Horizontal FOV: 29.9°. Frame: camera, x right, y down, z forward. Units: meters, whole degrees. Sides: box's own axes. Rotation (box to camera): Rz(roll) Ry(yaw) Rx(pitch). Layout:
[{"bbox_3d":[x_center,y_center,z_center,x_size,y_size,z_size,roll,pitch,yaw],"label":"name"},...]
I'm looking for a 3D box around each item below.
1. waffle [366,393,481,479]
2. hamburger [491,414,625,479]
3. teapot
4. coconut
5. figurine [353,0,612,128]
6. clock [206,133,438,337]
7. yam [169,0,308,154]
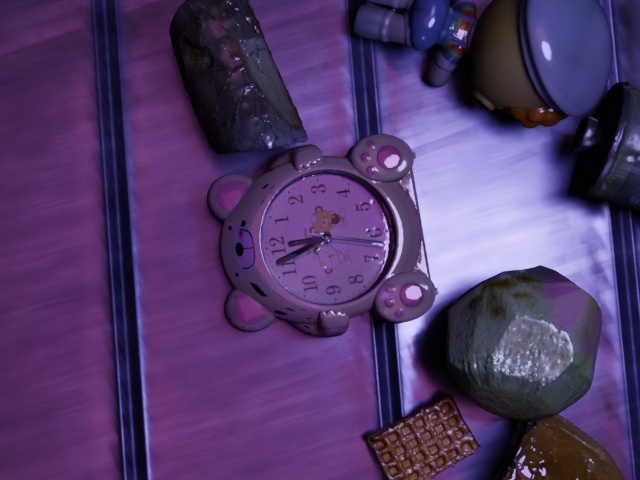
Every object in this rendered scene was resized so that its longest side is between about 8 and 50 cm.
[{"bbox_3d":[0.152,0.302,1.775,0.148,0.042,0.102,-28,91,-7],"label":"waffle"},{"bbox_3d":[0.332,0.414,1.743,0.211,0.132,0.308,27,82,-1],"label":"hamburger"},{"bbox_3d":[0.547,-0.123,1.749,0.337,0.270,0.200,18,52,-3],"label":"teapot"},{"bbox_3d":[0.295,0.136,1.715,0.205,0.236,0.236,37,82,-32],"label":"coconut"},{"bbox_3d":[0.235,-0.289,1.751,0.382,0.205,0.224,3,78,8],"label":"figurine"},{"bbox_3d":[0.000,0.000,1.748,0.310,0.114,0.283,-9,88,-6],"label":"clock"},{"bbox_3d":[-0.125,-0.230,1.734,0.154,0.154,0.254,-25,87,-7],"label":"yam"}]
